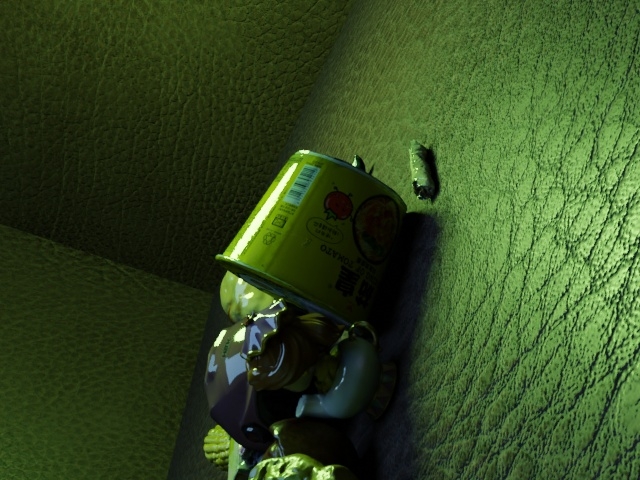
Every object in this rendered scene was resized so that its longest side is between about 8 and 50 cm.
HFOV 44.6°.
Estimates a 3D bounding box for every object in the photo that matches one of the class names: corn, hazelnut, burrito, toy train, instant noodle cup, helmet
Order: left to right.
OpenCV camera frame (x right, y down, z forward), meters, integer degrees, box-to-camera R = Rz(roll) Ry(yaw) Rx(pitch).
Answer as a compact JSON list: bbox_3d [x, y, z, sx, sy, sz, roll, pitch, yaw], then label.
[{"bbox_3d":[-0.218,0.527,1.996,0.347,0.130,0.130,142,146,-66],"label":"corn"},{"bbox_3d":[-0.116,0.264,1.484,0.338,0.197,0.271,57,-141,-48],"label":"helmet"},{"bbox_3d":[-0.131,0.447,1.708,0.261,0.134,0.177,-102,33,-69],"label":"toy train"},{"bbox_3d":[-0.144,0.142,2.121,0.261,0.241,0.261,-8,80,52],"label":"hazelnut"},{"bbox_3d":[-0.020,0.382,1.217,0.160,0.170,0.202,-5,57,28],"label":"hazelnut"},{"bbox_3d":[0.000,0.000,1.469,0.254,0.325,0.325,-64,11,-10],"label":"instant noodle cup"},{"bbox_3d":[0.186,-0.135,1.448,0.185,0.041,0.045,-88,-21,-53],"label":"burrito"}]

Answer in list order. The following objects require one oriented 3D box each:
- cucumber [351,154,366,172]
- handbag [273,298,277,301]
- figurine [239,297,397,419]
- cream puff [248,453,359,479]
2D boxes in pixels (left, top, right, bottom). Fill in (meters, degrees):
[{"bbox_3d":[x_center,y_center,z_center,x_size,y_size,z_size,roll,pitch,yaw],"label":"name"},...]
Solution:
[{"bbox_3d":[0.061,-0.065,1.871,0.056,0.056,0.284,-169,95,-78],"label":"cucumber"},{"bbox_3d":[-0.038,0.134,1.789,0.254,0.093,0.308,129,148,-57],"label":"handbag"},{"bbox_3d":[-0.013,0.195,1.257,0.190,0.263,0.142,-66,12,3],"label":"figurine"},{"bbox_3d":[-0.005,0.445,0.986,0.323,0.269,0.274,-146,41,-68],"label":"cream puff"}]
